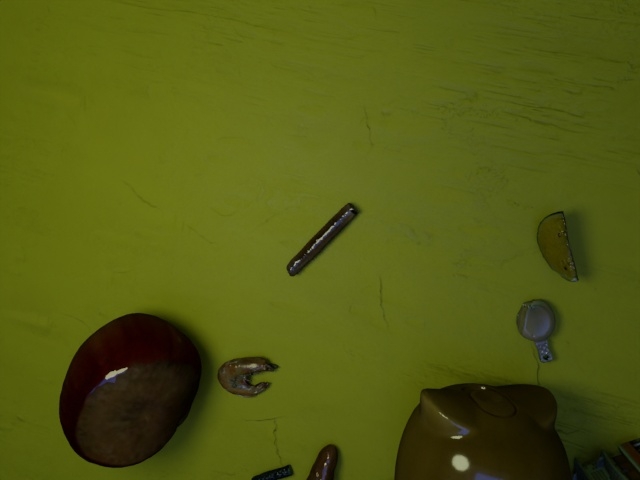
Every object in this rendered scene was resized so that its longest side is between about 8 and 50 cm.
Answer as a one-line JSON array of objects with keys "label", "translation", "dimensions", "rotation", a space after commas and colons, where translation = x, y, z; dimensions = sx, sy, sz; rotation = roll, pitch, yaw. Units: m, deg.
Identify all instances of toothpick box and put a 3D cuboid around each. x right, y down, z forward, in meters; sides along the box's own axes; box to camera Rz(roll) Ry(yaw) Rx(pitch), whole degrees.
[{"label": "toothpick box", "translation": [0.385, 0.564, 1.164], "dimensions": [0.409, 0.409, 0.424], "rotation": [4, 99, 8]}]

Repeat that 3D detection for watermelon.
[{"label": "watermelon", "translation": [0.594, 0.010, 1.213], "dimensions": [0.075, 0.092, 0.181], "rotation": [-12, 104, 24]}]

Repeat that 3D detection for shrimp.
[{"label": "shrimp", "translation": [-0.213, 0.399, 1.413], "dimensions": [0.188, 0.051, 0.132], "rotation": [-16, 114, 16]}]

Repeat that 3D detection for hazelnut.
[{"label": "hazelnut", "translation": [-0.516, 0.402, 1.322], "dimensions": [0.359, 0.359, 0.409], "rotation": [28, 105, 4]}]

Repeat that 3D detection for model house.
[{"label": "model house", "translation": [0.780, 0.653, 1.198], "dimensions": [0.215, 0.224, 0.198], "rotation": [-28, 93, 10]}]

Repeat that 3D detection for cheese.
[{"label": "cheese", "translation": [0.570, 0.240, 1.265], "dimensions": [0.093, 0.047, 0.171], "rotation": [2, 98, 9]}]

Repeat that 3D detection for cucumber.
[{"label": "cucumber", "translation": [-0.149, 0.712, 1.445], "dimensions": [0.133, 0.032, 0.032], "rotation": [-21, 94, 10]}]

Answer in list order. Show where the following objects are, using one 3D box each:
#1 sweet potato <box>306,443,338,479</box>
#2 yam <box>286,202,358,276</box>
[{"label": "sweet potato", "translation": [-0.015, 0.770, 1.400], "dimensions": [0.095, 0.106, 0.354], "rotation": [15, 102, -28]}, {"label": "yam", "translation": [0.000, 0.000, 1.322], "dimensions": [0.046, 0.046, 0.264], "rotation": [45, 100, 1]}]
